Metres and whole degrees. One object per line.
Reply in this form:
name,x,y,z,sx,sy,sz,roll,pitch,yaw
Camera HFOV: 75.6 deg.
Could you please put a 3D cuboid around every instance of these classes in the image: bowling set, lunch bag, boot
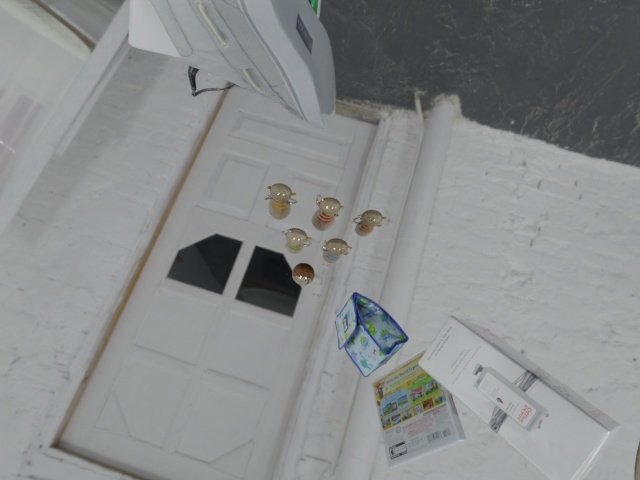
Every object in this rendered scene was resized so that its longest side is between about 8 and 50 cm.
bowling set,0.000,0.000,0.946,0.288,0.199,0.154,9,163,-5
lunch bag,0.098,0.203,0.913,0.151,0.096,0.128,52,143,23
boot,-0.065,-0.199,0.440,0.124,0.095,0.258,5,168,17

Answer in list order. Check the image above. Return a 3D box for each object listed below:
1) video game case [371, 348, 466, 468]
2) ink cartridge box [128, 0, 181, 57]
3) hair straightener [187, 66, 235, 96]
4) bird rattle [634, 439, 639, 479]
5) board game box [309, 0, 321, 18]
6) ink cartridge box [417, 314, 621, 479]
video game case,0.216,0.393,0.966,0.026,0.206,0.227,17,134,-29
ink cartridge box,-0.212,-0.448,0.611,0.115,0.198,0.272,6,143,-23
hair straightener,-0.101,-0.284,0.571,0.089,0.047,0.230,31,112,-35
bird rattle,0.237,0.114,0.168,0.143,0.253,0.207,19,169,-15
board game box,-0.170,-0.584,0.726,0.391,0.050,0.389,16,115,19
ink cartridge box,0.349,0.272,0.733,0.207,0.117,0.283,25,-170,-47
